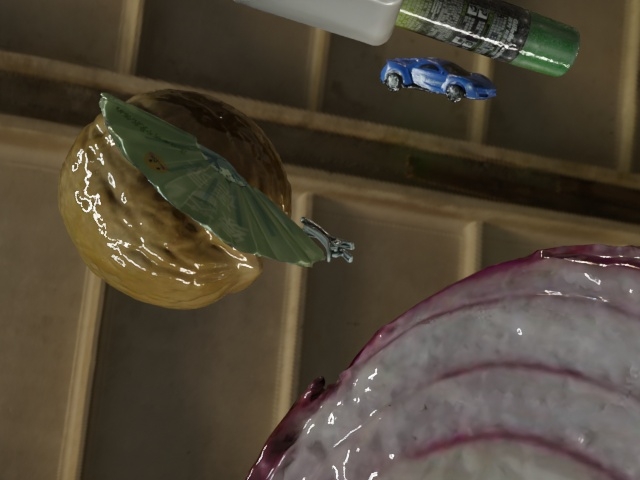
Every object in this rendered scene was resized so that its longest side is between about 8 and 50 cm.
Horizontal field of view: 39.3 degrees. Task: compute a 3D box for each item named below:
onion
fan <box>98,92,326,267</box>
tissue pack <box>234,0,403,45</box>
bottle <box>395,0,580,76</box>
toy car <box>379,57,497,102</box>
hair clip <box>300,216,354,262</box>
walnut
[{"bbox_3d":[0.116,0.189,0.349,0.260,0.282,0.336,43,-123,-46],"label":"onion"},{"bbox_3d":[-0.090,-0.044,0.754,0.240,0.009,0.131,37,-153,-13],"label":"fan"},{"bbox_3d":[0.024,-0.314,0.752,0.160,0.136,0.246,18,-91,-2],"label":"tissue pack"},{"bbox_3d":[0.252,-0.347,1.434,0.330,0.093,0.093,15,-115,-16],"label":"bottle"},{"bbox_3d":[0.209,-0.290,1.590,0.103,0.216,0.063,-24,-57,-53],"label":"toy car"},{"bbox_3d":[0.000,-0.001,1.269,0.039,0.115,0.030,-8,-65,-32],"label":"hair clip"},{"bbox_3d":[-0.198,-0.056,1.258,0.333,0.333,0.332,8,-113,-19],"label":"walnut"}]
